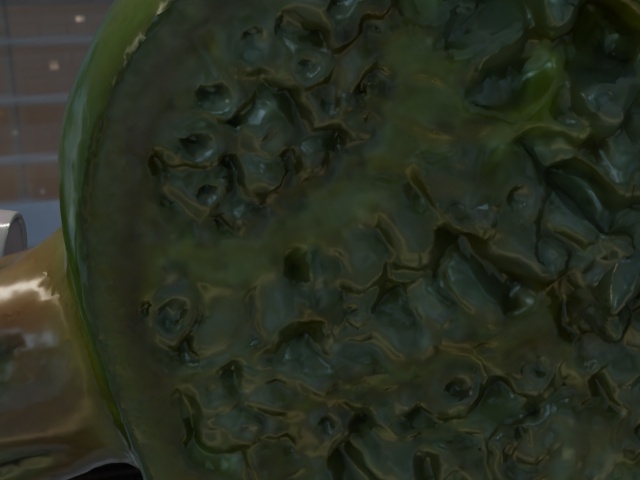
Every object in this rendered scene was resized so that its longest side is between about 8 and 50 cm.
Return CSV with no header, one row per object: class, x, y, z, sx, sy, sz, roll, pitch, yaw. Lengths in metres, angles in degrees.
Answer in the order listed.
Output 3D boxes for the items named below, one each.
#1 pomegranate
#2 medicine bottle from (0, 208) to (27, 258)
pomegranate,0.000,0.000,0.519,0.359,0.309,0.216,-15,27,8
medicine bottle,-0.387,0.017,1.014,0.296,0.111,0.161,6,31,-1
